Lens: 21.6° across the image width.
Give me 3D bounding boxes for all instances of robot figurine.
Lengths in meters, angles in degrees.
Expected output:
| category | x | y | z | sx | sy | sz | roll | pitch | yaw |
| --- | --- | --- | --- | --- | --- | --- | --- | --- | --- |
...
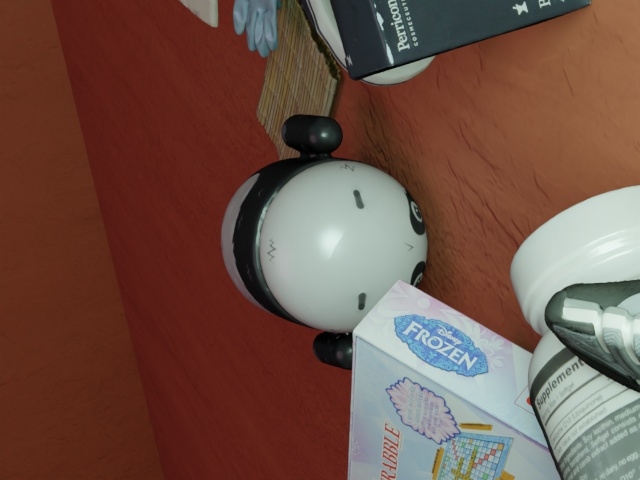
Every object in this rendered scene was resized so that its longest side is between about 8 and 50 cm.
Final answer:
| category | x | y | z | sx | sy | sz | roll | pitch | yaw |
| --- | --- | --- | --- | --- | --- | --- | --- | --- | --- |
| robot figurine | 0.002 | 0.002 | 1.665 | 0.209 | 0.173 | 0.278 | 44 | 171 | -14 |

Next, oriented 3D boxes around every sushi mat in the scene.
| category | x | y | z | sx | sy | sz | roll | pitch | yaw |
| --- | --- | --- | --- | --- | --- | --- | --- | --- | --- |
| sushi mat | -0.029 | -0.162 | 1.868 | 0.316 | 0.019 | 0.151 | 106 | 142 | -64 |

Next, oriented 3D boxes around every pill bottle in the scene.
| category | x | y | z | sx | sy | sz | roll | pitch | yaw |
| --- | --- | --- | --- | --- | --- | --- | --- | --- | --- |
| pill bottle | 0.221 | 0.115 | 1.014 | 0.162 | 0.162 | 0.278 | 97 | 159 | -58 |

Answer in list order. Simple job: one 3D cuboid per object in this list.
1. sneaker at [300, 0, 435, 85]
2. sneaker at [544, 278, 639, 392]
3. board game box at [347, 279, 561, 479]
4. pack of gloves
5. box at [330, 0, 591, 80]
| category | x | y | z | sx | sy | sz | roll | pitch | yaw |
| --- | --- | --- | --- | --- | --- | --- | --- | --- | --- |
| sneaker | 0.022 | -0.260 | 1.380 | 0.127 | 0.126 | 0.321 | 124 | 137 | -66 |
| sneaker | 0.242 | 0.028 | 0.898 | 0.228 | 0.132 | 0.086 | 15 | 160 | 34 |
| board game box | 0.165 | 0.216 | 1.256 | 0.318 | 0.066 | 0.319 | 30 | 146 | 21 |
| pack of gloves | -0.084 | -0.319 | 1.746 | 0.195 | 0.046 | 0.232 | 43 | 141 | 40 |
| box | 0.082 | -0.209 | 1.156 | 0.093 | 0.158 | 0.156 | -179 | 70 | -74 |
